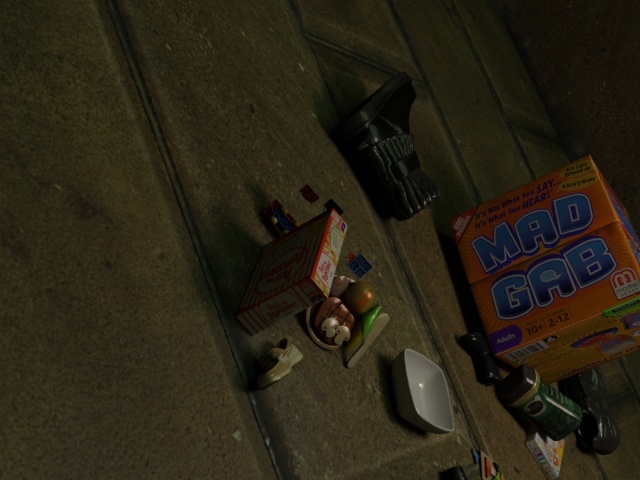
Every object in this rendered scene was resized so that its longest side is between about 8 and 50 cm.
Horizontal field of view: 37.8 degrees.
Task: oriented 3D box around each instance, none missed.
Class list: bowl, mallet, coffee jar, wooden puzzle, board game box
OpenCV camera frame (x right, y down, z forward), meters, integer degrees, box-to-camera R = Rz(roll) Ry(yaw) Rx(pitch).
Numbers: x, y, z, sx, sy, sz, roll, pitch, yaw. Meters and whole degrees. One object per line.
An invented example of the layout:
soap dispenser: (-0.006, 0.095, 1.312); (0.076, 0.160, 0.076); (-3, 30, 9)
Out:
bowl: (0.178, 0.279, 1.692); (0.142, 0.053, 0.142); (35, 36, -43)
mallet: (0.198, 0.417, 1.619); (0.190, 0.039, 0.062); (22, 46, -46)
coffee jar: (0.485, 0.357, 2.073); (0.184, 0.096, 0.079); (39, 27, -12)
wooden puzzle: (0.337, 0.456, 1.843); (0.116, 0.014, 0.078); (35, 36, -40)
board game box: (-0.041, 0.046, 1.432); (0.045, 0.147, 0.193); (50, 28, -21)
board game box: (0.514, 0.460, 2.132); (0.103, 0.026, 0.154); (57, 27, -7)
board game box: (0.571, 0.086, 2.190); (0.356, 0.356, 0.356); (33, 36, -54)

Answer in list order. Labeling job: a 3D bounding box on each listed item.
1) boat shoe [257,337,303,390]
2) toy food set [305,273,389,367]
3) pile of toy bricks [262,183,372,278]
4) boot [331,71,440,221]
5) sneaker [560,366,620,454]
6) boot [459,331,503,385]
boat shoe: (-0.068, 0.180, 1.370); (0.045, 0.050, 0.135); (57, 17, -1)
toy food set: (0.035, 0.118, 1.540); (0.192, 0.038, 0.132); (45, 73, -27)
pile of toy bricks: (0.000, 0.000, 1.619); (0.212, 0.118, 0.105); (48, -4, -6)
boot: (0.177, -0.207, 2.067); (0.260, 0.131, 0.348); (50, 39, -7)
sneaker: (0.671, 0.403, 2.384); (0.130, 0.109, 0.286); (13, 51, -48)
boot: (0.350, 0.258, 2.024); (0.121, 0.045, 0.099); (32, 38, -51)
